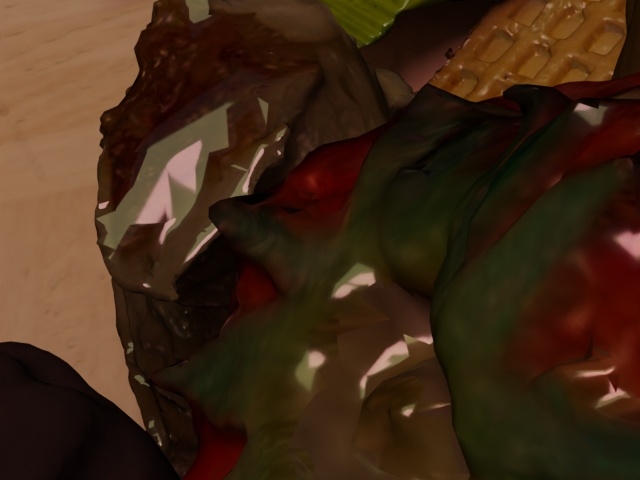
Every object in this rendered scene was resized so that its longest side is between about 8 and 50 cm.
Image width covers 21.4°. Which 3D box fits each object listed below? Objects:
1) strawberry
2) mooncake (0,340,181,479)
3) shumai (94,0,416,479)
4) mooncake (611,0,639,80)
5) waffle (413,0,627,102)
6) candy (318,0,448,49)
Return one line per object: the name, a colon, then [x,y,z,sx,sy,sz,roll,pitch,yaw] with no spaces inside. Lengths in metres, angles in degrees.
strawberry: [0.114,0.079,0.421,0.250,0.288,0.239,21,89,54]
mooncake: [-0.157,0.149,0.514,0.283,0.141,0.283,-8,49,9]
shumai: [0.000,0.000,0.560,0.166,0.175,0.206,-38,55,-15]
mooncake: [0.171,-0.115,0.562,0.117,0.235,0.235,8,52,-8]
waffle: [0.095,-0.066,0.685,0.092,0.021,0.135,26,64,31]
candy: [0.077,-0.157,0.714,0.246,0.069,0.149,-34,26,-6]
